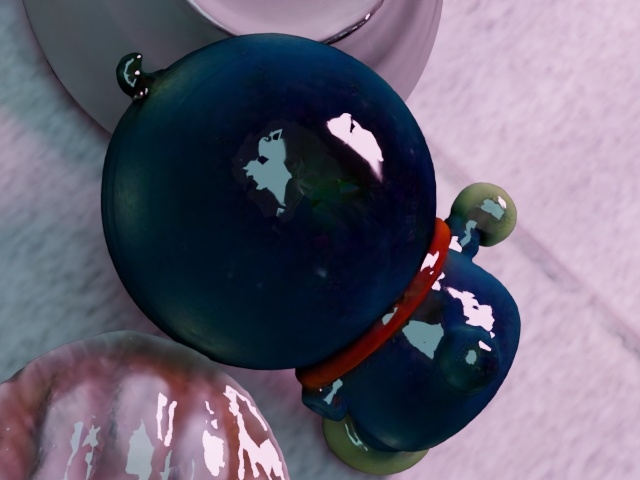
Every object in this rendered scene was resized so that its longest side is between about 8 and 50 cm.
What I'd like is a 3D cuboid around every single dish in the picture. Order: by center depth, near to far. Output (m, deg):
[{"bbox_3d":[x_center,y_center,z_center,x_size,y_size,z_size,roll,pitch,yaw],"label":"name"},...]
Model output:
[{"bbox_3d":[-0.040,-0.199,1.127,0.317,0.106,0.316,2,85,-19],"label":"dish"}]

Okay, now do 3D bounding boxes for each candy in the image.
[{"bbox_3d":[-0.125,0.202,0.982,0.214,0.157,0.289,11,72,-8],"label":"candy"}]

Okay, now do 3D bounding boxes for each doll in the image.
[{"bbox_3d":[0.000,0.001,1.034,0.322,0.186,0.198,38,75,-17],"label":"doll"}]
